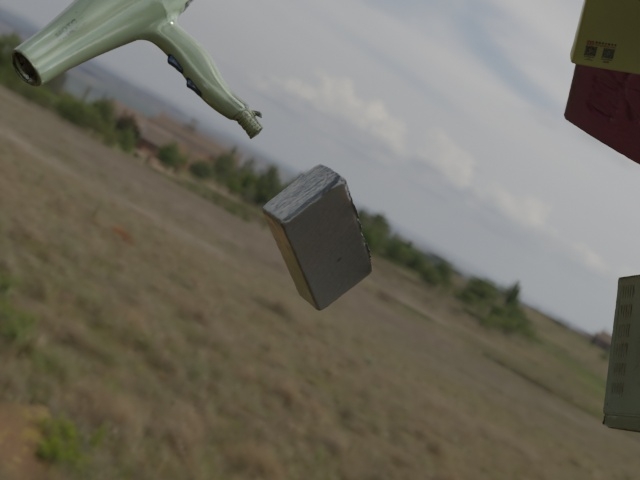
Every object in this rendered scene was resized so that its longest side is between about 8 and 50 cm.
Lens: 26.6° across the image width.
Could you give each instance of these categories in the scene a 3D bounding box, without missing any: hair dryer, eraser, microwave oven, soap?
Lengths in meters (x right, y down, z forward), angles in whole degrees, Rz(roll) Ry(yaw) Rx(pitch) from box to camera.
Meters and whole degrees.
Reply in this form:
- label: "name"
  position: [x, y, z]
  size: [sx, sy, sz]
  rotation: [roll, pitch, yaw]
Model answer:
- label: "hair dryer"
  position: [-0.252, -0.242, 1.784]
  size: [0.298, 0.296, 0.119]
  rotation: [68, -25, 11]
- label: "eraser"
  position: [0.000, -0.001, 1.971]
  size: [0.077, 0.111, 0.352]
  rotation: [50, -9, 26]
- label: "microwave oven"
  position: [0.375, 0.113, 1.224]
  size: [0.205, 0.163, 0.129]
  rotation: [11, -10, -16]
- label: "soap"
  position: [0.443, -0.221, 1.880]
  size: [0.181, 0.081, 0.259]
  rotation: [35, -24, 18]

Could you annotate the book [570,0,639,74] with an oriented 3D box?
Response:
- label: "book"
  position: [0.224, -0.167, 0.945]
  size: [0.077, 0.111, 0.014]
  rotation: [10, 41, 3]
